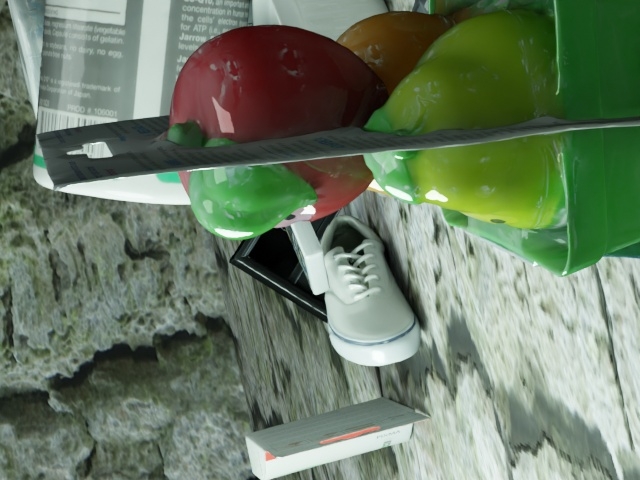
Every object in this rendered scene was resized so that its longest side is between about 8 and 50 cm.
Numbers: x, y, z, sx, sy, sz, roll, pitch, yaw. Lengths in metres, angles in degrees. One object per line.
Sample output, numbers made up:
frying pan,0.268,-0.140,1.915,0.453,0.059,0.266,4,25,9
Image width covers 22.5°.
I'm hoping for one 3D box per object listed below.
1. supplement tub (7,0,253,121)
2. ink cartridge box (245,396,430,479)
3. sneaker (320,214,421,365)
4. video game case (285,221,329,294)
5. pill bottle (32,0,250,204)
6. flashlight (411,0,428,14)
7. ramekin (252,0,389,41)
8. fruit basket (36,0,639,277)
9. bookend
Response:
supplement tub,-0.171,-0.246,1.812,0.207,0.338,0.207,168,90,-81
ink cartridge box,0.020,0.233,1.832,0.225,0.181,0.056,-172,68,-78
sneaker,0.040,0.050,1.725,0.258,0.094,0.091,-122,17,-65
video game case,-0.034,-0.042,1.635,0.190,0.022,0.173,80,167,-77
pill bottle,-0.172,-0.226,1.603,0.204,0.204,0.361,-142,58,-75
flashlight,0.066,-0.246,1.164,0.103,0.103,0.304,29,-139,-66
ramekin,0.011,-0.161,1.564,0.207,0.109,0.207,166,90,-81
fruit basket,0.029,-0.052,0.868,0.327,0.353,0.165,-147,46,-76
bookend,0.000,0.000,1.899,0.157,0.156,0.072,33,172,-5
